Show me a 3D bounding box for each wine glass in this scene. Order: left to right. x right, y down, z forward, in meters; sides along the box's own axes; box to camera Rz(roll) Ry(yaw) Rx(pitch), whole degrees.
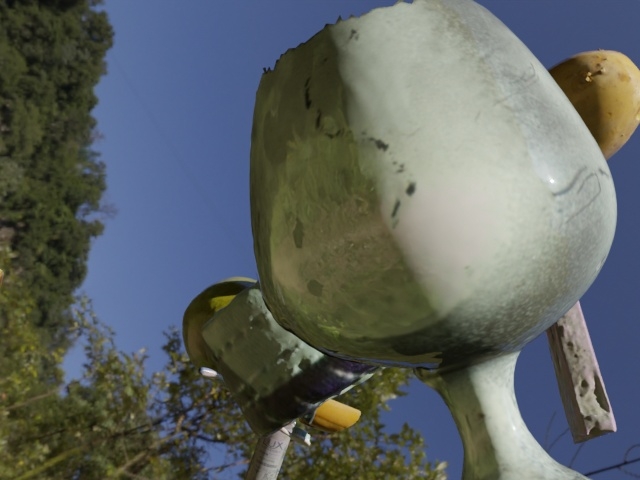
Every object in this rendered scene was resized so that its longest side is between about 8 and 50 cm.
[{"bbox_3d":[0.084,0.030,0.406,0.238,0.238,0.323,-27,-104,48],"label":"wine glass"}]

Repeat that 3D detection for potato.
[{"bbox_3d":[0.348,-0.167,0.929,0.150,0.146,0.234,54,-53,18],"label":"potato"}]

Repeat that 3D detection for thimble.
[{"bbox_3d":[-0.001,0.102,0.718,0.237,0.237,0.150,-43,-105,44],"label":"thimble"}]

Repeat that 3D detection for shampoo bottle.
[{"bbox_3d":[-0.101,0.426,1.377,0.072,0.072,0.214,22,-86,44],"label":"shampoo bottle"}]

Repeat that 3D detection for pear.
[{"bbox_3d":[-0.179,0.204,1.470,0.307,0.252,0.253,6,-78,58],"label":"pear"}]

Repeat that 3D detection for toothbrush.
[{"bbox_3d":[-0.109,0.290,1.133,0.021,0.269,0.027,-33,-149,27],"label":"toothbrush"}]

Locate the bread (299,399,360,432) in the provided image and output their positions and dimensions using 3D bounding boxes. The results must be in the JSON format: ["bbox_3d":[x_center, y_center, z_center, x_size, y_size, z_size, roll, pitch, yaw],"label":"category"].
[{"bbox_3d":[0.013,0.315,1.164,0.103,0.049,0.062,22,-71,-1],"label":"bread"}]

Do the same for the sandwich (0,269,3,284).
[{"bbox_3d":[-0.616,0.070,1.225,0.083,0.030,0.044,131,-24,-56],"label":"sandwich"}]

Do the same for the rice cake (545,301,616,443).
[{"bbox_3d":[0.349,0.133,0.923,0.050,0.106,0.298,-12,-107,9],"label":"rice cake"}]
